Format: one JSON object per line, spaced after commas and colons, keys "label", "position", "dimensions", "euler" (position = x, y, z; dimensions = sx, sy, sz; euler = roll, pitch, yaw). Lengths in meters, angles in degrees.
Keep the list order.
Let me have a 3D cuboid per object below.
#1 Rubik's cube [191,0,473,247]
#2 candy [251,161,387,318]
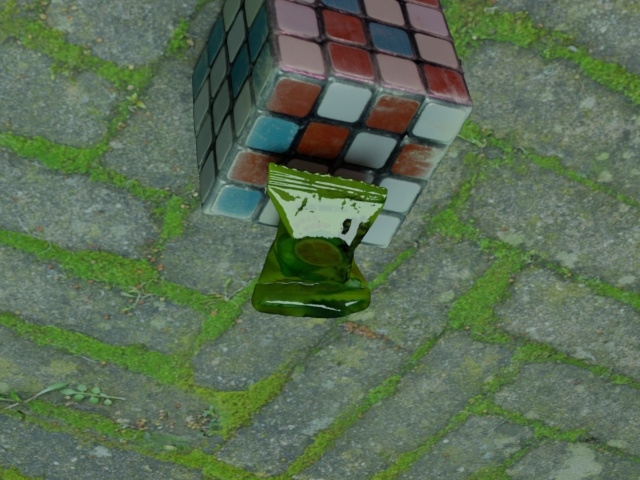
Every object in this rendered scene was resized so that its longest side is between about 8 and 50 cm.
{"label": "Rubik's cube", "position": [0.003, -0.177, 1.649], "dimensions": [0.253, 0.259, 0.256], "euler": [12, 134, -20]}
{"label": "candy", "position": [0.000, 0.000, 1.605], "dimensions": [0.149, 0.069, 0.246], "euler": [3, 143, -5]}
